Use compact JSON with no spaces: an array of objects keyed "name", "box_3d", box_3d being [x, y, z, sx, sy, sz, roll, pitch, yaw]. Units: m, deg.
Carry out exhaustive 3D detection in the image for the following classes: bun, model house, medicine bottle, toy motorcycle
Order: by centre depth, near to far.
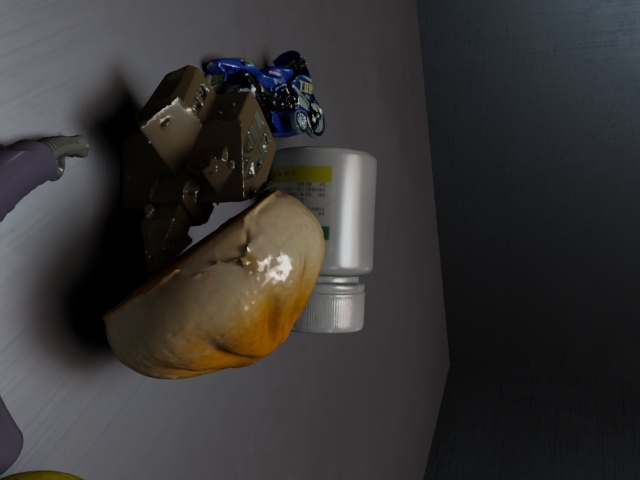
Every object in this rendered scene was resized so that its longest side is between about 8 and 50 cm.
[{"name":"model house","box_3d":[-0.177,-0.074,0.748,0.176,0.180,0.248,62,31,-47]},{"name":"bun","box_3d":[-0.111,0.073,0.757,0.165,0.299,0.299,53,32,-8]},{"name":"toy motorcycle","box_3d":[-0.084,-0.262,1.082,0.315,0.113,0.169,-17,97,-59]},{"name":"medicine bottle","box_3d":[0.000,0.000,1.169,0.208,0.208,0.340,5,88,-68]}]

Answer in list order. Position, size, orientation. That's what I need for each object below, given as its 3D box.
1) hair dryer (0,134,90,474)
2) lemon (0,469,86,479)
[{"name":"hair dryer","box_3d":[-0.305,0.014,0.574,0.361,0.121,0.301,-73,162,-46]},{"name":"lemon","box_3d":[-0.276,0.310,0.542,0.244,0.186,0.187,-29,118,-62]}]
